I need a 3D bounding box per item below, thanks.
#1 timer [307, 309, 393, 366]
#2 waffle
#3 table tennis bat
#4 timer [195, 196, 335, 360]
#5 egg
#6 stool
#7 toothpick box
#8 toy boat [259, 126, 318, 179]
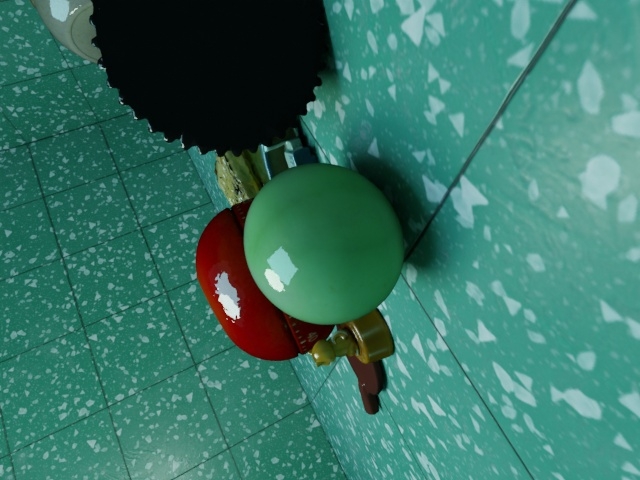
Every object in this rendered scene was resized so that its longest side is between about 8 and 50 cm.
[{"bbox_3d":[0.049,0.207,0.869,0.132,0.152,0.132,56,161,31],"label":"timer"},{"bbox_3d":[-0.216,-0.147,1.282,0.260,0.114,0.376,66,163,3],"label":"waffle"},{"bbox_3d":[0.098,0.306,1.056,0.200,0.038,0.310,40,149,60],"label":"table tennis bat"},{"bbox_3d":[-0.121,0.090,0.990,0.377,0.279,0.378,60,168,22],"label":"timer"},{"bbox_3d":[0.000,0.000,0.619,0.270,0.221,0.220,41,150,58],"label":"egg"},{"bbox_3d":[-0.183,-0.305,0.685,0.330,0.297,0.297,-136,27,-62],"label":"stool"},{"bbox_3d":[-0.676,-0.808,1.312,0.409,0.409,0.425,124,126,-71],"label":"toothpick box"},{"bbox_3d":[-0.057,-0.144,0.839,0.102,0.088,0.215,34,143,55],"label":"toy boat"}]
